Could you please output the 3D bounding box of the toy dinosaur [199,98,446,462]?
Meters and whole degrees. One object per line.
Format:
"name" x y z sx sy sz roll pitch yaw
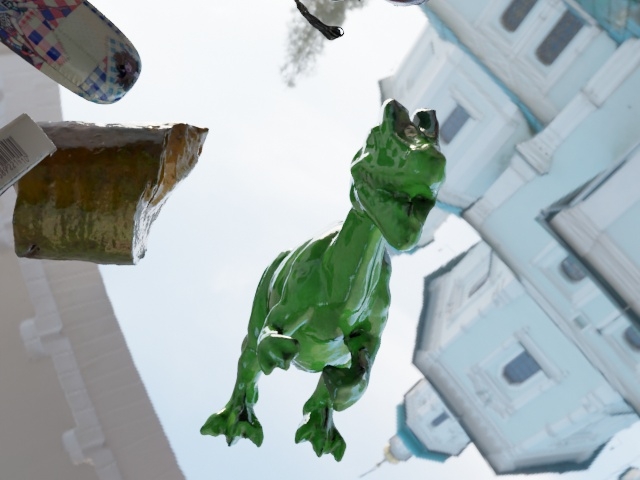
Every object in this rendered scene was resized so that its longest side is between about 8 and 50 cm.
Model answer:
"toy dinosaur" 0.000 0.000 0.695 0.144 0.374 0.500 14 -156 -8

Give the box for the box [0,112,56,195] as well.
"box" -0.492 -0.004 0.821 0.069 0.353 0.214 52 -158 -19

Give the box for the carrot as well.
"carrot" -0.357 -0.079 1.163 0.340 0.241 0.241 1 -127 -10

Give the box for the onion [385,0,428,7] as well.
"onion" 0.126 -0.396 0.997 0.131 0.131 0.131 15 -131 -18

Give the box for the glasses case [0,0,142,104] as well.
"glasses case" -0.388 -0.312 0.942 0.327 0.076 0.125 39 -136 -21

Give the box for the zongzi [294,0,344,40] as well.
"zongzi" -0.201 -0.373 0.773 0.447 0.418 0.181 50 -146 -52
